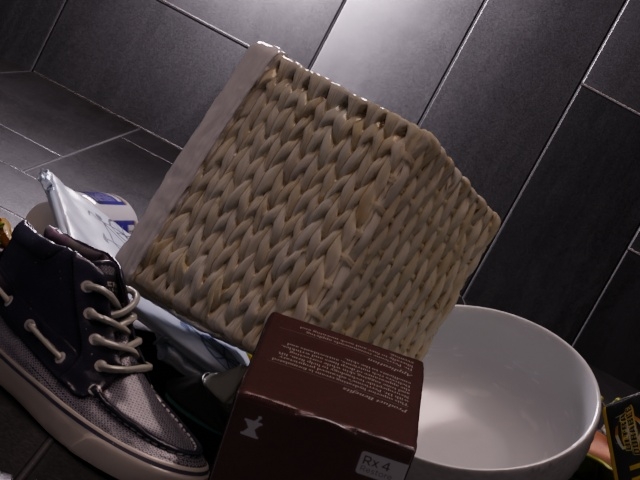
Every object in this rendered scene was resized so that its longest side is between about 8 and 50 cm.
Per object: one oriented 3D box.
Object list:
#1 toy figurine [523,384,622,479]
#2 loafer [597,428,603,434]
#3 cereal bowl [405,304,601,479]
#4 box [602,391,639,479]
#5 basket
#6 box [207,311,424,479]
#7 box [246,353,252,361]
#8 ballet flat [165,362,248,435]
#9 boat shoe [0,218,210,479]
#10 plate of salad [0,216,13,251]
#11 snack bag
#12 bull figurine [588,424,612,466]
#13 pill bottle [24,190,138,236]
[{"bbox_3d":[0.310,0.284,1.966,0.363,0.191,0.217,19,-9,29],"label":"toy figurine"},{"bbox_3d":[0.483,0.364,2.369,0.303,0.095,0.109,23,4,-38],"label":"loafer"},{"bbox_3d":[0.187,0.236,1.776,0.339,0.141,0.339,2,33,-1],"label":"cereal bowl"},{"bbox_3d":[0.482,0.371,1.713,0.257,0.079,0.322,23,51,-40],"label":"box"},{"bbox_3d":[0.000,0.000,1.609,0.266,0.331,0.328,27,-6,31],"label":"basket"},{"bbox_3d":[-0.008,0.198,1.296,0.169,0.167,0.203,19,19,1],"label":"box"},{"bbox_3d":[-0.088,0.159,1.938,0.105,0.043,0.179,23,12,-33],"label":"box"},{"bbox_3d":[-0.067,0.201,1.530,0.095,0.096,0.280,18,13,-48],"label":"ballet flat"},{"bbox_3d":[-0.222,0.109,1.362,0.341,0.158,0.127,31,8,25],"label":"boat shoe"},{"bbox_3d":[-0.482,-0.039,1.838,0.200,0.048,0.200,27,8,-4],"label":"plate of salad"},{"bbox_3d":[-0.220,0.069,1.742,0.342,0.037,0.323,40,8,-29],"label":"snack bag"},{"bbox_3d":[0.390,0.331,2.159,0.310,0.101,0.188,23,12,4],"label":"bull figurine"},{"bbox_3d":[-0.341,-0.014,1.927,0.112,0.112,0.187,30,8,13],"label":"pill bottle"}]
